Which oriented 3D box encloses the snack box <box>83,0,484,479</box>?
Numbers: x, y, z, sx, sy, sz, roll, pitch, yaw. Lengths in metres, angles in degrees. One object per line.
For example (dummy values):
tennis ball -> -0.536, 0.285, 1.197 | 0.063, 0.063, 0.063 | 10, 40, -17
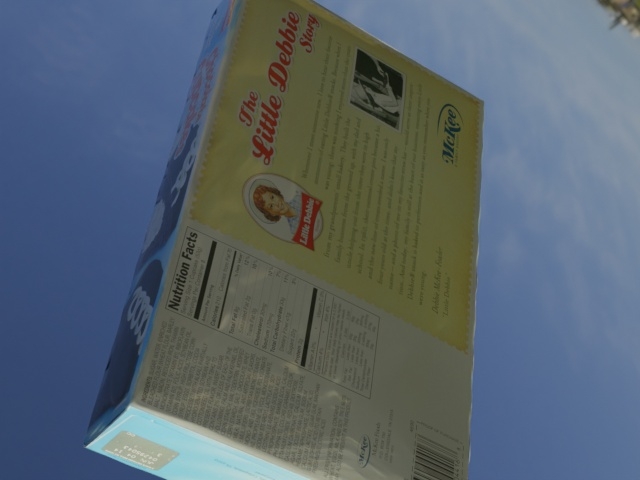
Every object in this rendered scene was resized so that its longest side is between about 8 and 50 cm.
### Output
snack box -> 0.000, 0.000, 0.606 | 0.187, 0.060, 0.322 | 27, -132, -20
